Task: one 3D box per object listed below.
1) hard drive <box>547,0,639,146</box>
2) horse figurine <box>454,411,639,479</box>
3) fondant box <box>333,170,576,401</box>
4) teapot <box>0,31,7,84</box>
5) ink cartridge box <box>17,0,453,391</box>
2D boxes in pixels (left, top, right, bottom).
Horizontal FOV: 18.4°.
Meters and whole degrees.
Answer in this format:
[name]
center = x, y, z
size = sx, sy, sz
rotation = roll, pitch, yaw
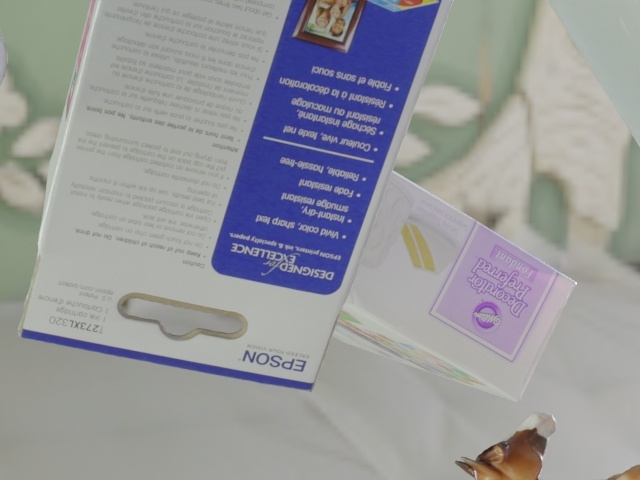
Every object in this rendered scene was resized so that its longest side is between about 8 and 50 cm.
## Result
[hard drive]
center = 0.143, -0.085, 0.819
size = 0.040, 0.307, 0.203
rotation = -33, -172, 0
[horse figurine]
center = 0.215, 0.183, 1.115
size = 0.174, 0.263, 0.066
rotation = -35, -166, -14
[fondant box]
center = 0.000, 0.000, 1.408
size = 0.238, 0.096, 0.330
rotation = 30, 175, -20
[teapot]
center = -0.279, -0.052, 0.775
size = 0.256, 0.252, 0.187
rotation = 39, -133, 1
[ink cartridge box]
center = -0.037, -0.094, 1.043
size = 0.176, 0.371, 0.069
rotation = 12, -151, -12
